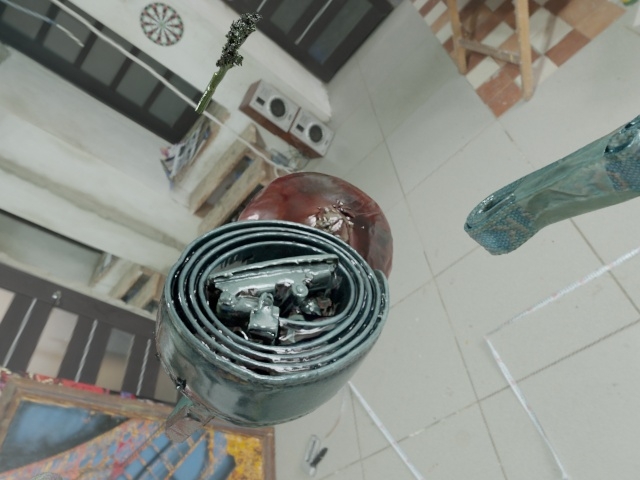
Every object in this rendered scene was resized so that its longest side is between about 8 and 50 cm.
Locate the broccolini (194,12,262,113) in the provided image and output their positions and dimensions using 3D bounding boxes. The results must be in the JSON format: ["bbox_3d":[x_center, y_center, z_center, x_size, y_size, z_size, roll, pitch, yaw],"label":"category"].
[{"bbox_3d":[-0.203,-0.333,0.926,0.271,0.062,0.123,-39,15,46],"label":"broccolini"}]

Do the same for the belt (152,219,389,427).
[{"bbox_3d":[-0.038,0.070,0.490,0.206,0.268,0.116,48,133,26],"label":"belt"}]

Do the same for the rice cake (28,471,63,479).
[{"bbox_3d":[-0.433,0.378,0.645,0.206,0.047,0.036,122,157,-82],"label":"rice cake"}]

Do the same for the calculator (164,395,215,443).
[{"bbox_3d":[-0.168,0.225,0.816,0.274,0.058,0.248,-48,9,47],"label":"calculator"}]

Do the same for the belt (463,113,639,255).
[{"bbox_3d":[0.282,-0.055,0.523,0.087,0.072,0.302,-43,1,-26],"label":"belt"}]

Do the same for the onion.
[{"bbox_3d":[0.000,0.000,0.943,0.285,0.348,0.347,134,155,-67],"label":"onion"}]
